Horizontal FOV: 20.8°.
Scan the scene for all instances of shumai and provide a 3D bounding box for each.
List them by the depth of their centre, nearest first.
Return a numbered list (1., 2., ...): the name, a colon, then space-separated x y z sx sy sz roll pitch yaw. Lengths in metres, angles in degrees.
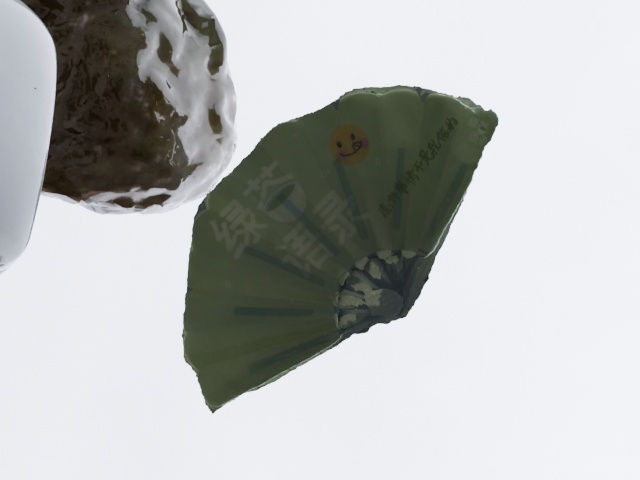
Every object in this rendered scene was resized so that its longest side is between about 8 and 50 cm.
1. shumai: -0.167 -0.197 1.036 0.346 0.217 0.283 32 -73 23

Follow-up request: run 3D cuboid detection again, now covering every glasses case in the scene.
1. glasses case: -0.145 -0.050 0.727 0.041 0.063 0.164 -41 -146 33

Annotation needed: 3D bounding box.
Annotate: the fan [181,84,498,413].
1. fan: 0.000 0.000 0.989 0.131 0.009 0.240 43 -78 -1
